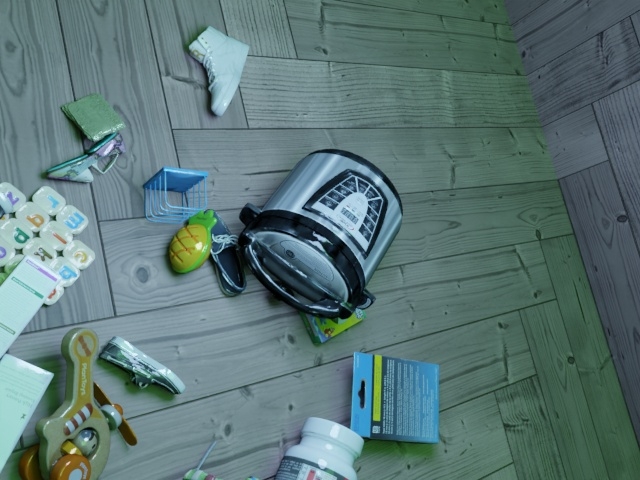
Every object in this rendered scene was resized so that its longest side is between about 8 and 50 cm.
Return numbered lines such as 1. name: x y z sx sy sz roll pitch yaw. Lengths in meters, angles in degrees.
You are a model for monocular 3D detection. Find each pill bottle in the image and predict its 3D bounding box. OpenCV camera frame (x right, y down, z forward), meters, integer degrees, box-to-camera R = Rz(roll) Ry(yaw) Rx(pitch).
1. pill bottle: -0.026 0.660 1.571 0.210 0.210 0.363 36 59 -20

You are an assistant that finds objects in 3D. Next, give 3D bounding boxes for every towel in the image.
1. towel: -0.586 -0.320 1.583 0.110 0.027 0.148 -34 68 -31

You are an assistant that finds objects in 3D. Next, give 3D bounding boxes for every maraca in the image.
1. maraca: -0.337 0.001 1.620 0.099 0.127 0.186 41 63 -50

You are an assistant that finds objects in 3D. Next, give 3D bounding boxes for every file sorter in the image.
1. file sorter: -0.382 -0.114 1.601 0.118 0.170 0.105 5 77 -33

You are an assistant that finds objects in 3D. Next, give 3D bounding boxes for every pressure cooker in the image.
1. pressure cooker: -0.001 0.003 1.698 0.420 0.369 0.376 -55 140 -32

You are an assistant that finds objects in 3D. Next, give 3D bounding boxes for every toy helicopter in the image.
1. toy helicopter: -0.523 0.370 1.363 0.235 0.140 0.355 2 89 -58

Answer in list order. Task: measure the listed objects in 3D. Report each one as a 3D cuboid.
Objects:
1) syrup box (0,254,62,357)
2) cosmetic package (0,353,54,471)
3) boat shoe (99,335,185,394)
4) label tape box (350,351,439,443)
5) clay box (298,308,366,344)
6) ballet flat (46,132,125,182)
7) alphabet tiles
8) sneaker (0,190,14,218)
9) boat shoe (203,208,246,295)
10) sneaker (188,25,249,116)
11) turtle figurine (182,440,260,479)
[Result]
1. syrup box: -0.682 0.151 1.338 0.096 0.093 0.237 41 67 -21
2. cosmetic package: -0.684 0.371 1.300 0.117 0.085 0.231 31 59 -22
3. boat shoe: -0.434 0.323 1.491 0.219 0.078 0.070 37 58 -10
4. label tape box: 0.202 0.478 1.844 0.333 0.106 0.241 15 68 -29
5. clay box: 0.047 0.210 1.856 0.222 0.053 0.127 -25 90 -35
6. ballet flat: -0.585 -0.197 1.556 0.221 0.076 0.079 -44 120 -35
7. alphabet tiles: -0.694 0.008 1.444 0.278 0.021 0.284 42 57 -13
8. sneaker: -0.838 -0.121 1.329 0.293 0.102 0.146 40 59 -10
9. boat shoe: -0.267 0.027 1.686 0.095 0.079 0.255 -11 82 -34
10. sneaker: -0.323 -0.507 1.807 0.169 0.108 0.293 24 54 -24
11. turtle figurine: -0.269 0.642 1.413 0.266 0.274 0.198 -21 101 -32
